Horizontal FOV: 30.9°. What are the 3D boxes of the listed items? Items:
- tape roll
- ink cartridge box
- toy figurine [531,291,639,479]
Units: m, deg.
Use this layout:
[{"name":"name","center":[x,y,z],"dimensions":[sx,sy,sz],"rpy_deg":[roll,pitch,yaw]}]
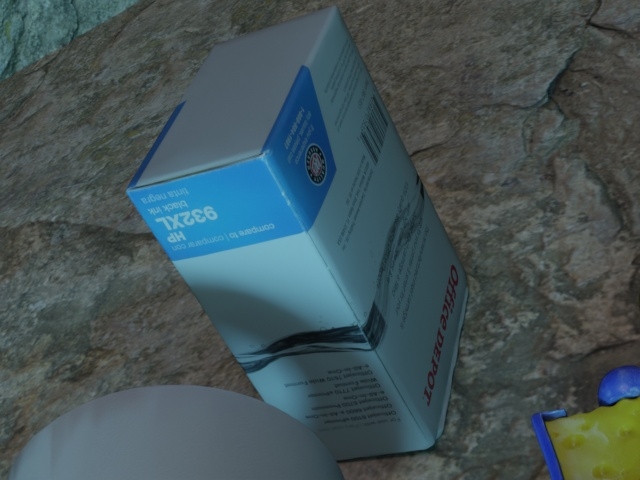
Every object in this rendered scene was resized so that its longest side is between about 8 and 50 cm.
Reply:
[{"name":"tape roll","center":[-0.095,0.237,0.743],"dimensions":[0.246,0.246,0.169],"rpy_deg":[-21,32,10]},{"name":"ink cartridge box","center":[0.000,0.000,0.965],"dimensions":[0.129,0.307,0.223],"rpy_deg":[-13,34,26]},{"name":"toy figurine","center":[0.202,0.111,0.774],"dimensions":[0.217,0.191,0.362],"rpy_deg":[-26,29,11]}]
